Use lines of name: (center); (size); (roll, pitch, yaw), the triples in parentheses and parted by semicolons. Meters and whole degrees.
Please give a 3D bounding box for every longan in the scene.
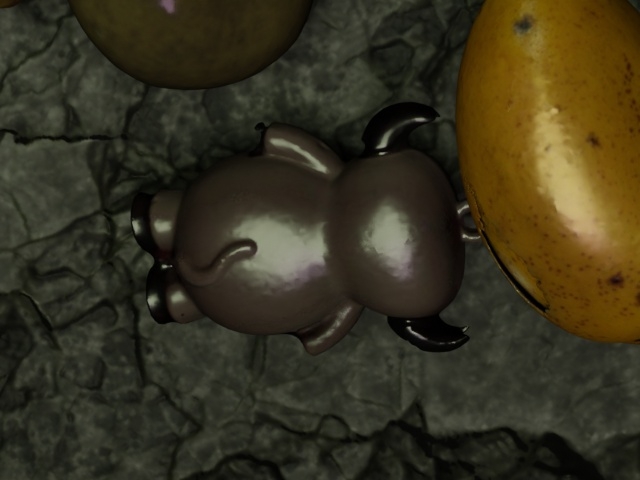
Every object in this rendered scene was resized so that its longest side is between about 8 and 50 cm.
longan: (-0.092, -0.187, 1.319); (0.167, 0.187, 0.167); (-6, 78, 30)

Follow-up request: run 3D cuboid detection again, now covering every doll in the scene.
doll: (-0.002, 0.001, 1.374); (0.257, 0.117, 0.182); (-10, 101, 9)

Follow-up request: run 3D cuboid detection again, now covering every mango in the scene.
mango: (0.187, -0.051, 1.295); (0.191, 0.160, 0.290); (-38, 106, -25)

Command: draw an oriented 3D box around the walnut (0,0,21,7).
walnut: (-0.258, -0.249, 1.311); (0.213, 0.213, 0.213); (1, 101, 6)
